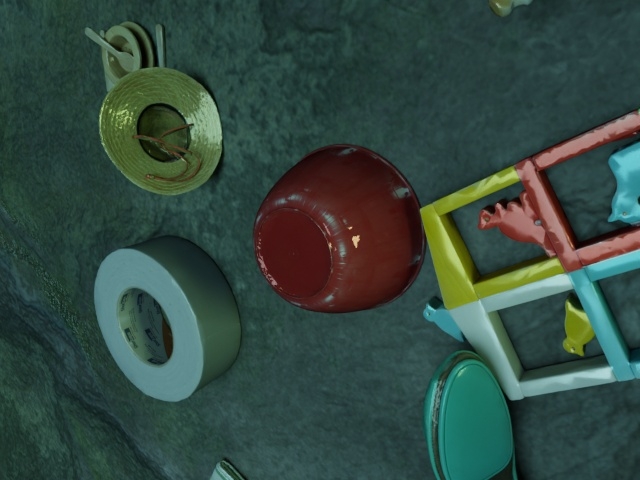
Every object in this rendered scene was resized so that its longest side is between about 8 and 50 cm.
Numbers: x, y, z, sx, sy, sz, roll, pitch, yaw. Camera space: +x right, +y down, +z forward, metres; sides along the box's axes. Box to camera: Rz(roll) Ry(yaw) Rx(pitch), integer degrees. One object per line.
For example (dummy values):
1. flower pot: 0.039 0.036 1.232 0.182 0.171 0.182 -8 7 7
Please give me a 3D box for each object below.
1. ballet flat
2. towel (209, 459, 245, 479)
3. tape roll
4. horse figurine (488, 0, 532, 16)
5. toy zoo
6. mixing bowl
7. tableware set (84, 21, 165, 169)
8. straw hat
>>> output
1. ballet flat: 0.140 0.213 0.463 0.248 0.083 0.087 70 166 -8
2. towel: -0.132 0.417 0.755 0.113 0.023 0.152 36 123 23
3. tape roll: -0.215 0.107 0.681 0.219 0.072 0.220 11 111 32
4. horse figurine: 0.137 -0.268 0.317 0.174 0.066 0.263 -38 72 15
5. toy zoo: 0.208 0.019 0.391 0.293 0.030 0.193 -25 90 36
6. mixing bowl: 0.000 0.000 0.486 0.181 0.098 0.182 10 109 32
7. tableware set: -0.250 -0.178 0.636 0.128 0.039 0.194 10 110 31
8. straw hat: -0.188 -0.128 0.592 0.061 0.144 0.145 -153 52 -71
